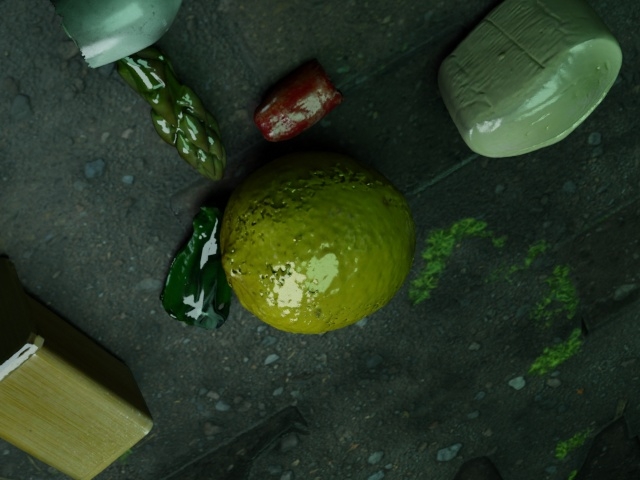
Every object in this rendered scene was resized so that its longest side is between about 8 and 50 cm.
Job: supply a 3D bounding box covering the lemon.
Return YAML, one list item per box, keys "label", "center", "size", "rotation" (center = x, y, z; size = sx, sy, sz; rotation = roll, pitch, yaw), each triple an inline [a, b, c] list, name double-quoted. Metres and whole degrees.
- label: "lemon"
  center: [0.000, 0.000, 2.046]
  size: [0.310, 0.258, 0.258]
  rotation: [-7, 130, -40]

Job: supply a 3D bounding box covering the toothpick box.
- label: "toothpick box"
  center: [-0.398, 0.201, 2.064]
  size: [0.187, 0.190, 0.308]
  rotation: [-40, 136, 6]

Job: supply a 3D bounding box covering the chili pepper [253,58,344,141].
- label: "chili pepper"
  center: [-0.032, -0.185, 2.006]
  size: [0.123, 0.070, 0.073]
  rotation: [-36, 149, 2]

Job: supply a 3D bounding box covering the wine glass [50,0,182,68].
- label: "wine glass"
  center: [-0.207, -0.313, 1.785]
  size: [0.241, 0.126, 0.126]
  rotation: [-31, 132, -4]

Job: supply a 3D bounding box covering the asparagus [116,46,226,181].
- label: "asparagus"
  center: [-0.190, -0.173, 1.937]
  size: [0.080, 0.080, 0.287]
  rotation: [-30, 133, -1]

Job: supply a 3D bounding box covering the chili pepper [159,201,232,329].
- label: "chili pepper"
  center: [-0.173, 0.037, 2.117]
  size: [0.108, 0.062, 0.216]
  rotation: [-6, 126, -21]

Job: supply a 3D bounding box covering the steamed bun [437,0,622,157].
- label: "steamed bun"
  center: [0.298, -0.227, 2.038]
  size: [0.250, 0.200, 0.154]
  rotation: [-41, 133, 13]
